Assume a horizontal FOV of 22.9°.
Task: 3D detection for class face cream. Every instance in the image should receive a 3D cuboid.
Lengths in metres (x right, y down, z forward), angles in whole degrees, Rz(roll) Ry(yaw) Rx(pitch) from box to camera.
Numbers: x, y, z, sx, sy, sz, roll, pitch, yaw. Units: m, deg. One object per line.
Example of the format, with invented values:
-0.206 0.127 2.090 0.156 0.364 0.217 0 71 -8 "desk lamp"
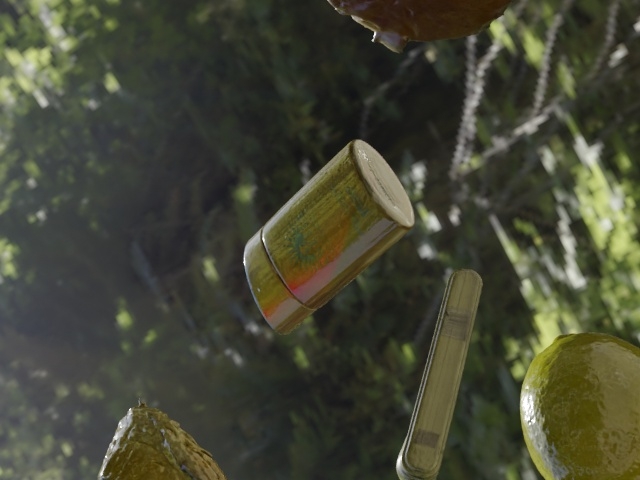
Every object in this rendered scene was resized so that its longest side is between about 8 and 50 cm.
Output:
0.000 0.000 2.076 0.067 0.285 0.139 -15 -111 -47 "face cream"

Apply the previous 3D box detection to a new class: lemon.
0.321 0.200 1.827 0.184 0.184 0.248 32 -154 -45 "lemon"

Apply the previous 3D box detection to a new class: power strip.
0.176 0.221 2.367 0.092 0.066 0.387 93 -169 -58 "power strip"

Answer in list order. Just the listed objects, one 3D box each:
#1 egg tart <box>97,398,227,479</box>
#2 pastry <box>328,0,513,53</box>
-0.169 0.301 1.723 0.098 0.232 0.252 -26 -99 -27 "egg tart"
0.112 -0.293 1.625 0.218 0.229 0.100 70 -154 -54 "pastry"
